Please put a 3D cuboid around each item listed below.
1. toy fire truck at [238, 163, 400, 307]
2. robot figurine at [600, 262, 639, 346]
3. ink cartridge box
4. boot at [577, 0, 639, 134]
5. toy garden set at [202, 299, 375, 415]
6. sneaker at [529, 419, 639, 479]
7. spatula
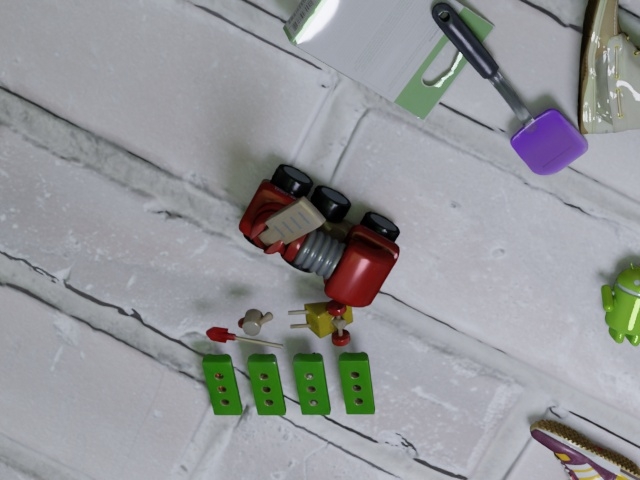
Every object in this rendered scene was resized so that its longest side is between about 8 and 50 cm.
[{"bbox_3d":[0.000,0.000,1.748,0.217,0.246,0.158,29,109,-3],"label":"toy fire truck"},{"bbox_3d":[0.439,0.088,1.821,0.101,0.067,0.115,11,108,-8],"label":"robot figurine"},{"bbox_3d":[0.093,-0.287,1.751,0.235,0.056,0.171,27,111,-28],"label":"ink cartridge box"},{"bbox_3d":[0.428,-0.241,1.715,0.165,0.077,0.213,3,113,6],"label":"boot"},{"bbox_3d":[-0.049,0.165,1.893,0.244,0.049,0.204,-1,127,10],"label":"toy garden set"},{"bbox_3d":[0.378,0.334,1.904,0.185,0.069,0.084,28,103,-2],"label":"sneaker"},{"bbox_3d":[0.247,-0.205,1.757,0.084,0.030,0.296,-38,105,16],"label":"spatula"}]
